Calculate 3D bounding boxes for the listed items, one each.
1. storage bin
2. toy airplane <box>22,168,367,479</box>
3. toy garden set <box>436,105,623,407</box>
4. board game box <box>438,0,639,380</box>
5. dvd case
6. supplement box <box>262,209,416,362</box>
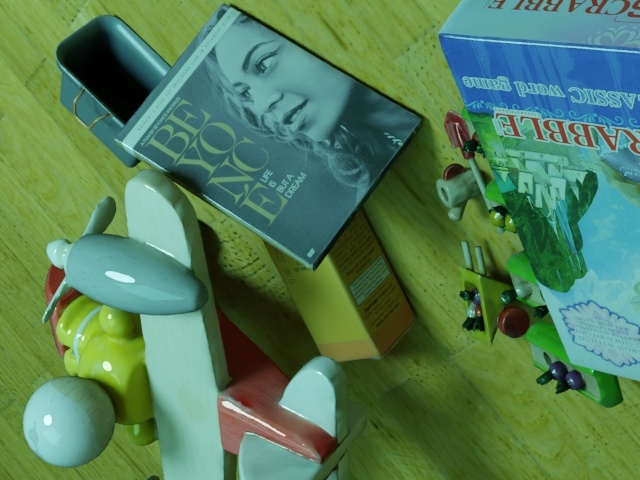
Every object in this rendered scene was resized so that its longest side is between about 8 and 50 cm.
[{"bbox_3d":[-0.204,-0.136,1.308,0.135,0.098,0.091,43,149,6],"label":"storage bin"},{"bbox_3d":[-0.146,0.152,1.265,0.386,0.272,0.384,65,152,2],"label":"toy airplane"},{"bbox_3d":[0.146,0.006,1.078,0.204,0.049,0.244,30,141,67],"label":"toy garden set"},{"bbox_3d":[0.260,-0.010,0.794,0.318,0.066,0.318,12,144,40],"label":"board game box"},{"bbox_3d":[-0.047,-0.096,1.154,0.221,0.164,0.018,32,166,18],"label":"dvd case"},{"bbox_3d":[0.000,0.000,1.243,0.078,0.080,0.233,-10,115,44],"label":"supplement box"}]
